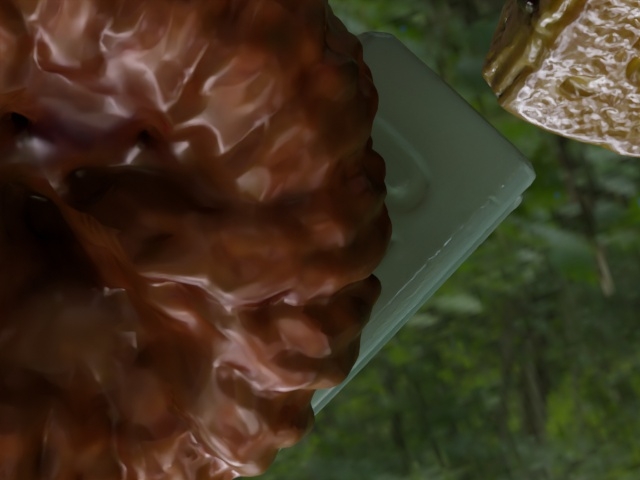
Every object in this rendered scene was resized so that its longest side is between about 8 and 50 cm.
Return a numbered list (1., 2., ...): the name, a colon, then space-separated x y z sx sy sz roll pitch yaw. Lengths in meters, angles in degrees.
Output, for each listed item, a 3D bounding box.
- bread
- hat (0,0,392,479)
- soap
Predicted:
1. bread: 0.223 -0.129 0.951 0.235 0.099 0.210 11 150 -11
2. hat: -0.116 -0.052 0.801 0.285 0.285 0.400 -21 -158 1
3. soap: 0.000 0.000 0.878 0.198 0.119 0.066 -45 174 -13
